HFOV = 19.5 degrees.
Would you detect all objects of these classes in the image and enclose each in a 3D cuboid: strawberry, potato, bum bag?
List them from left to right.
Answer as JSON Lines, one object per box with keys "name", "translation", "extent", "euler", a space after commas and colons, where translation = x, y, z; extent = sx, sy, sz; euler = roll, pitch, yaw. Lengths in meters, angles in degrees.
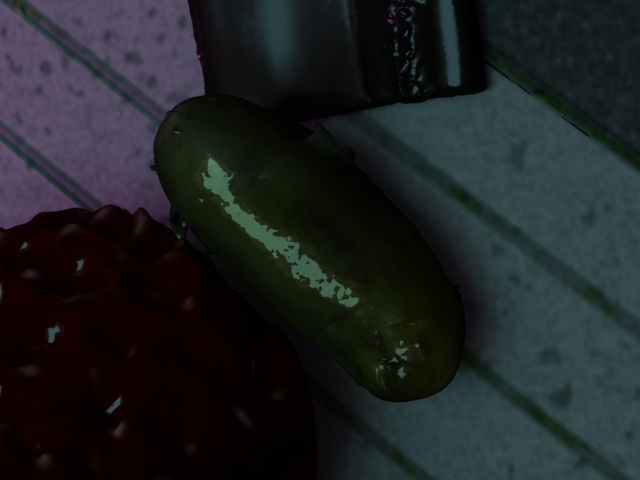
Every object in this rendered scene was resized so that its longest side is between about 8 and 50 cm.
{"name": "strawberry", "translation": [-0.174, 0.153, 0.878], "extent": [0.317, 0.345, 0.295], "euler": [-35, 88, 27]}
{"name": "potato", "translation": [0.000, 0.000, 0.905], "extent": [0.188, 0.105, 0.085], "euler": [47, 117, 10]}
{"name": "bum bag", "translation": [0.003, -0.115, 0.931], "extent": [0.159, 0.026, 0.109], "euler": [-9, 94, 28]}
